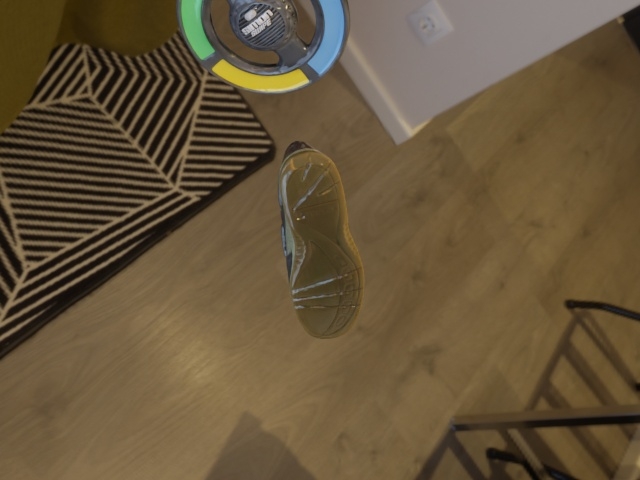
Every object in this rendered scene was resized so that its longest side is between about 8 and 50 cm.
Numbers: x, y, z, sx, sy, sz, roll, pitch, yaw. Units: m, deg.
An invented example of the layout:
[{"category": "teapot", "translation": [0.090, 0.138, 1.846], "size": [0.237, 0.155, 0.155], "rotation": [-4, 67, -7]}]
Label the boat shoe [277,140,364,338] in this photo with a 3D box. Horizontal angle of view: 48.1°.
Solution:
[{"category": "boat shoe", "translation": [-0.001, 0.000, 0.758], "size": [0.080, 0.073, 0.223], "rotation": [-9, 120, 0]}]

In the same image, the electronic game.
[{"category": "electronic game", "translation": [-0.075, -0.291, 0.943], "size": [0.229, 0.229, 0.048], "rotation": [32, 41, -24]}]
